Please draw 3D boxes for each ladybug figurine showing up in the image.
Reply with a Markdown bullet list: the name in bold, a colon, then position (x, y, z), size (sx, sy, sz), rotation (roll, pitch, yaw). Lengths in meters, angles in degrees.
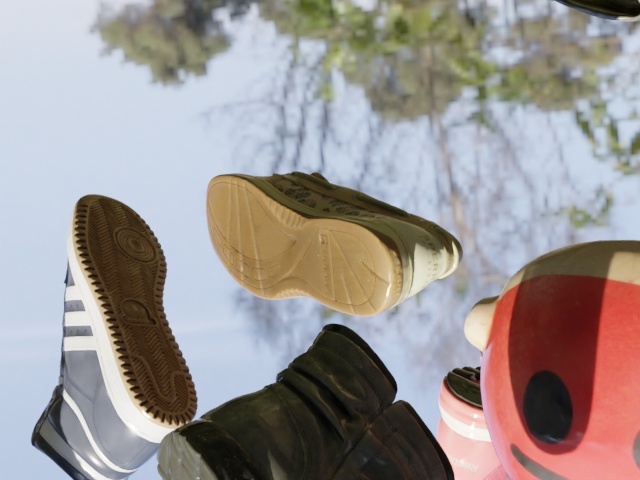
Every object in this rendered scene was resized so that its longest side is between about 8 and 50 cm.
- **ladybug figurine**: position (0.293, 0.164, 1.099), size (0.449, 0.305, 0.162), rotation (24, -130, 20)

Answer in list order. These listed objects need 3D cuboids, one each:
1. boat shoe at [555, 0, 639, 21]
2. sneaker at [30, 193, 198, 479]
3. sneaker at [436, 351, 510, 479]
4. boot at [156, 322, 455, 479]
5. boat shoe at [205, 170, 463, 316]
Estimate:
- **boat shoe**: position (0.215, -0.268, 1.482), size (0.223, 0.080, 0.073), rotation (24, -149, 4)
- **sneaker**: position (-0.206, 0.098, 1.455), size (0.099, 0.153, 0.282), rotation (13, -139, -35)
- **sneaker**: position (0.181, 0.193, 1.600), size (0.116, 0.136, 0.314), rotation (20, -169, 24)
- **boot**: position (0.027, 0.178, 0.933), size (0.161, 0.247, 0.083), rotation (-28, 177, -34)
- **boat shoe**: position (0.000, 0.000, 1.350), size (0.089, 0.105, 0.285), rotation (-14, -157, -34)
